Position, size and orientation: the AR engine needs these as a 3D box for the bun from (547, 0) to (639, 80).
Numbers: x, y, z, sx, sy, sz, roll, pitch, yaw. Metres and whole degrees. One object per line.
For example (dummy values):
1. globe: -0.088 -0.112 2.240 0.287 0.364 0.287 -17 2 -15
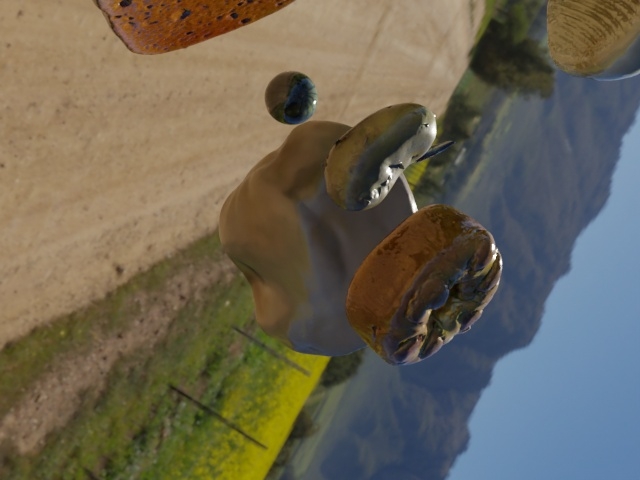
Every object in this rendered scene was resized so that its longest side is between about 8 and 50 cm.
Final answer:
1. bun: 0.293 -0.223 0.778 0.183 0.102 0.184 -49 -147 48

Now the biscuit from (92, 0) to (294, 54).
1. biscuit: -0.138 -0.318 1.021 0.262 0.052 0.277 -23 174 0

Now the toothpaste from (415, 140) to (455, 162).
1. toothpaste: 0.184 -0.149 1.410 0.083 0.019 0.027 -22 180 2

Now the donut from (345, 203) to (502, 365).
1. donut: 0.135 0.061 1.097 0.226 0.114 0.227 -34 151 -22

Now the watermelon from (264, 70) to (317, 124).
1. watermelon: -0.061 -0.273 1.645 0.105 0.105 0.133 -58 -165 -18

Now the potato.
1. potato: 0.059 -0.091 0.884 0.138 0.070 0.092 -45 155 -12

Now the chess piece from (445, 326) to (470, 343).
1. chess piece: 0.194 0.127 1.312 0.066 0.066 0.122 -58 -175 -20

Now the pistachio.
1. pistachio: 0.000 0.000 1.508 0.281 0.365 0.446 -51 146 -60
